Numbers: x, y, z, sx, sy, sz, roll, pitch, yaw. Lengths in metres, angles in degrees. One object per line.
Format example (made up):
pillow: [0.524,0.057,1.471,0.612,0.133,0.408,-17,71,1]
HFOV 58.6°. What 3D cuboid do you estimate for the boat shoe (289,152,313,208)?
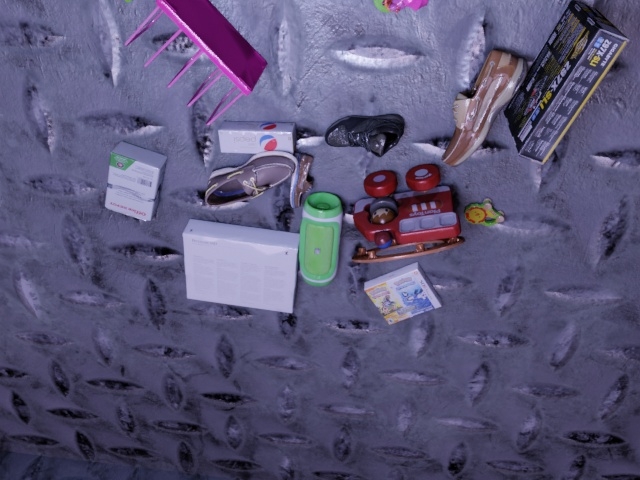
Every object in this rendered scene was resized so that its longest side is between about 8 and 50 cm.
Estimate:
boat shoe: [-0.055,-0.174,1.724,0.066,0.066,0.183,6,127,1]

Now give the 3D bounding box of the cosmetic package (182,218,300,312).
cosmetic package: [-0.264,0.089,1.927,0.377,0.097,0.284,8,128,2]

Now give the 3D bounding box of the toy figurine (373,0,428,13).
toy figurine: [0.197,-0.581,1.333,0.173,0.159,0.130,-28,118,26]

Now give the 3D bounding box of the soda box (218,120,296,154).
soda box: [-0.180,-0.298,1.649,0.216,0.069,0.074,2,126,5]

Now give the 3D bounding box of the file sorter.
file sorter: [-0.317,-0.472,1.459,0.182,0.202,0.291,-33,116,29]

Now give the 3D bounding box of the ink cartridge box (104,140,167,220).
ink cartridge box: [-0.575,-0.182,1.777,0.153,0.087,0.208,19,125,-7]

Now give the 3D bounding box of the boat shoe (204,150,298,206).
boat shoe: [-0.209,-0.174,1.684,0.324,0.096,0.116,-12,138,30]

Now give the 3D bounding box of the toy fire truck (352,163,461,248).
toy fire truck: [0.240,-0.077,1.637,0.302,0.254,0.169,-8,124,13]

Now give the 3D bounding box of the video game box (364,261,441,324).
video game box: [0.283,0.185,1.954,0.205,0.048,0.187,-24,117,23]

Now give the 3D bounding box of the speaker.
speaker: [0.000,0.000,1.808,0.131,0.131,0.296,6,127,3]

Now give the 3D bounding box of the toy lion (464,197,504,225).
toy lion: [0.495,-0.079,1.743,0.100,0.034,0.096,40,128,-20]

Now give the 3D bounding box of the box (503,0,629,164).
box: [0.568,-0.381,1.369,0.079,0.257,0.322,19,126,-8]

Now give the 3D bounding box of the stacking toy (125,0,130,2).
stacking toy: [-0.458,-0.719,1.393,0.167,0.052,0.221,-12,126,18]

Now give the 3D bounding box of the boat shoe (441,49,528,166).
boat shoe: [0.407,-0.352,1.509,0.120,0.122,0.324,27,117,-6]

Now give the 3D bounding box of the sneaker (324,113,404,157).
sneaker: [0.117,-0.287,1.580,0.228,0.130,0.087,-2,124,12]

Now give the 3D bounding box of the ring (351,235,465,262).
ring: [0.255,0.015,1.684,0.337,0.336,0.032,-10,95,15]
